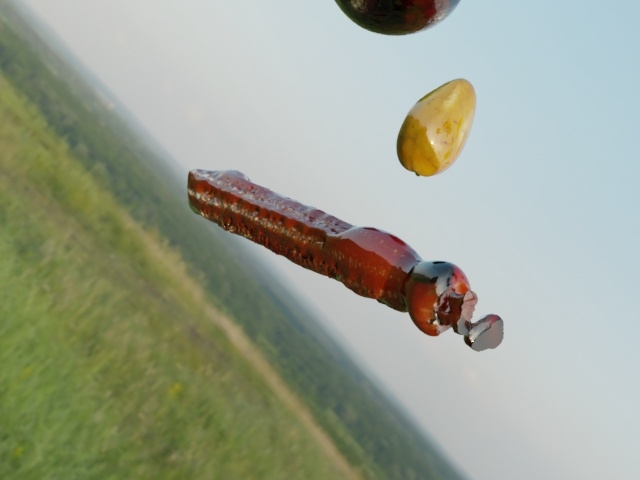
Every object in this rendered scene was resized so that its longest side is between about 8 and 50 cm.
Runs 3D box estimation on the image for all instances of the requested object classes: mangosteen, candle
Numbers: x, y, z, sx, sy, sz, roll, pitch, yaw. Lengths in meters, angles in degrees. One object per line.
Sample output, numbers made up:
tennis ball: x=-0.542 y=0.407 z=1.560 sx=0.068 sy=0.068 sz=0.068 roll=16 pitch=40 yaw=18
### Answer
mangosteen: x=0.074 y=-0.256 z=1.074 sx=0.152 sy=0.152 sz=0.152 roll=47 pitch=-3 yaw=3
candle: x=0.000 y=0.000 z=0.871 sx=0.048 sy=0.051 sz=0.329 roll=4 pitch=14 yaw=-41

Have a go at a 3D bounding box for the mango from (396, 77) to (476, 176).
mango: x=0.090 y=-0.086 z=0.907 sx=0.046 sy=0.089 sz=0.060 roll=23 pitch=-24 yaw=29
